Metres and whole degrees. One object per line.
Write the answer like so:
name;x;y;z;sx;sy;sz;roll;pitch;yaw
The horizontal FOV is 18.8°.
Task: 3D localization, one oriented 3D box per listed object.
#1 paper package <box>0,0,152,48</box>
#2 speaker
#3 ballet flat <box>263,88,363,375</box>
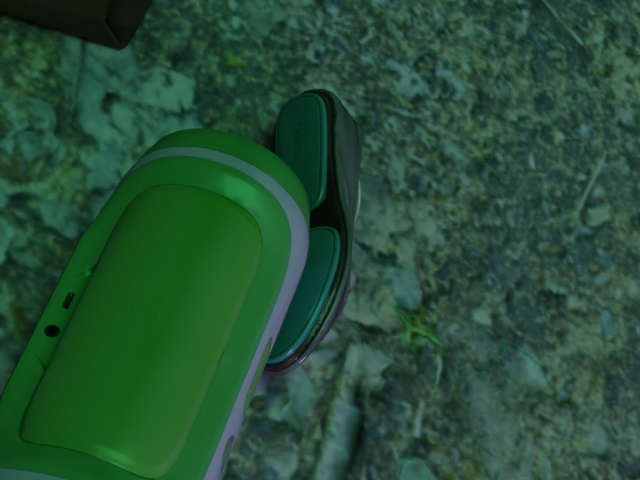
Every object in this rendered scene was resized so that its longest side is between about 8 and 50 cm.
paper package;-0.215;-0.332;1.250;0.309;0.168;0.325;15;55;-24
speaker;-0.101;0.076;1.106;0.131;0.131;0.296;32;51;-12
ballet flat;0.000;0.000;1.255;0.068;0.072;0.213;42;44;-46
